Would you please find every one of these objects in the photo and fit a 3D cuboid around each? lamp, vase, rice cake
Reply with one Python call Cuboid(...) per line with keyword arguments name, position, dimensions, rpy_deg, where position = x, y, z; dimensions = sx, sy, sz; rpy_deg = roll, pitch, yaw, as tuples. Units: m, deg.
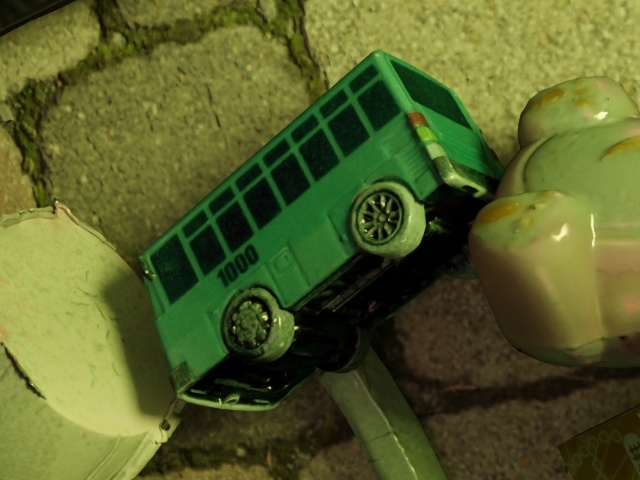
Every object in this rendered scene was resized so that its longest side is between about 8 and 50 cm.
Cuboid(name="lamp", position=(0.265, 0.018, 0.786), dimensions=(0.301, 0.247, 0.247), rpy_deg=(-2, 128, 31))
Cuboid(name="vase", position=(-0.320, 0.170, 1.053), dimensions=(0.445, 0.250, 0.250), rpy_deg=(-36, 83, 28))
Cuboid(name="rice cake", position=(0.074, 0.192, 0.972), dimensions=(0.045, 0.042, 0.245), rpy_deg=(-30, 84, 37))

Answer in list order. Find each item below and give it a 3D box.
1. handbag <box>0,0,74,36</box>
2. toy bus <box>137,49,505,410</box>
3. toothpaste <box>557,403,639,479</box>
Cuboid(name="handbag", position=(-0.212, -0.268, 1.005), dimensions=(0.254, 0.089, 0.211), rpy_deg=(-21, 81, 20))
Cuboid(name="toy bus", position=(0.000, 0.000, 0.918), dimensions=(0.256, 0.128, 0.147), rpy_deg=(-38, 60, 23))
Cuboid(name="toothpaste", position=(0.266, 0.250, 0.839), dimensions=(0.089, 0.071, 0.312), rpy_deg=(-38, 73, 47))
